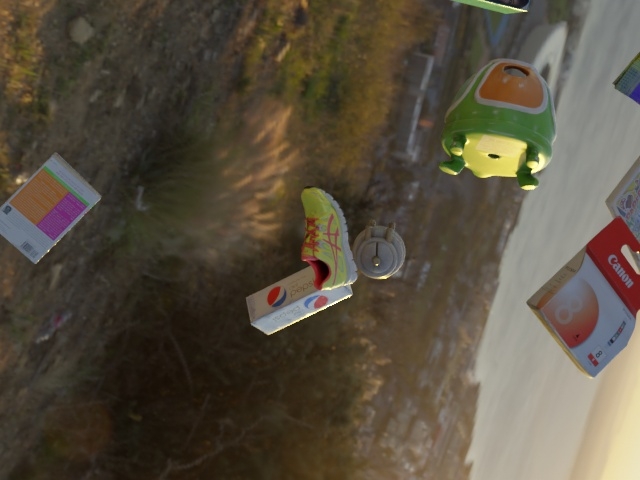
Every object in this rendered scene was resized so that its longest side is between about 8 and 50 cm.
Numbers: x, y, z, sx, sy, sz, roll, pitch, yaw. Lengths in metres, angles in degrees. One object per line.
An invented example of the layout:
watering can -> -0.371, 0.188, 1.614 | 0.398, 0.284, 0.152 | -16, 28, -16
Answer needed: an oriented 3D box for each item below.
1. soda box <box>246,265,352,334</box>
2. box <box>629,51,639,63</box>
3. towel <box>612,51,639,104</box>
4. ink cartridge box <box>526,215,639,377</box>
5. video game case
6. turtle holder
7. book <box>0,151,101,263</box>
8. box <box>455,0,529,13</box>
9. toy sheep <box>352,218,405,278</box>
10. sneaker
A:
soda box -> -0.046, 0.117, 1.841 | 0.074, 0.216, 0.069 | 42, 27, -50
box -> 0.517, -0.205, 1.149 | 0.183, 0.059, 0.233 | 126, -35, -49
towel -> 0.368, -0.167, 0.948 | 0.060, 0.083, 0.009 | -54, -174, 33
ink cartridge box -> 0.390, 0.079, 1.198 | 0.179, 0.045, 0.145 | -42, 111, -1
video game case -> 0.670, -0.074, 1.750 | 0.227, 0.026, 0.206 | -47, 119, -22
turtle holder -> 0.398, -0.245, 1.892 | 0.320, 0.243, 0.228 | 34, 66, -57
book -> -0.415, -0.047, 1.318 | 0.144, 0.096, 0.035 | -43, -164, 6
box -> 0.192, -0.402, 1.262 | 0.060, 0.244, 0.101 | -149, -112, -67
toy sheep -> 0.090, 0.017, 1.358 | 0.132, 0.091, 0.091 | -37, 142, -74
sneaker -> 0.000, 0.000, 1.647 | 0.094, 0.081, 0.209 | -25, 102, -30
